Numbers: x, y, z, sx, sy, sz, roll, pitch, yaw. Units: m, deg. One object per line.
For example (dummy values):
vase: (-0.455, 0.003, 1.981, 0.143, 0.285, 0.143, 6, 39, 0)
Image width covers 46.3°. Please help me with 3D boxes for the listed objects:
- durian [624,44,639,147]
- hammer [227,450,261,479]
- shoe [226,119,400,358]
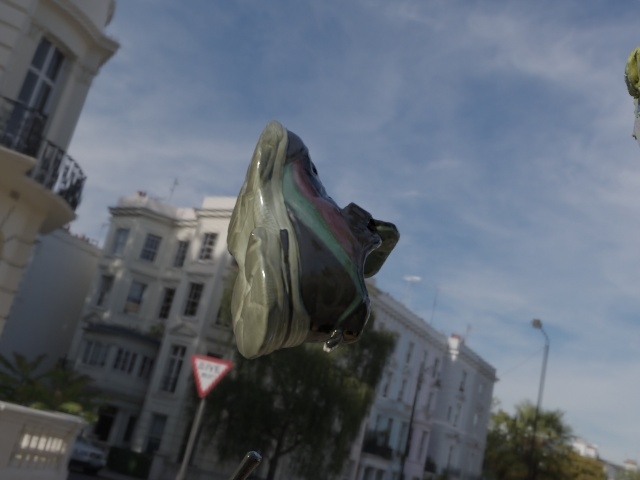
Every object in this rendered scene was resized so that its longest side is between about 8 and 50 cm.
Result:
durian: (0.360, -0.139, 0.731, 0.102, 0.208, 0.146, -4, -56, 14)
hammer: (-0.152, 0.344, 0.857, 0.029, 0.246, 0.103, 35, -6, 23)
shoe: (0.000, 0.000, 0.438, 0.099, 0.169, 0.071, 10, -47, -14)
